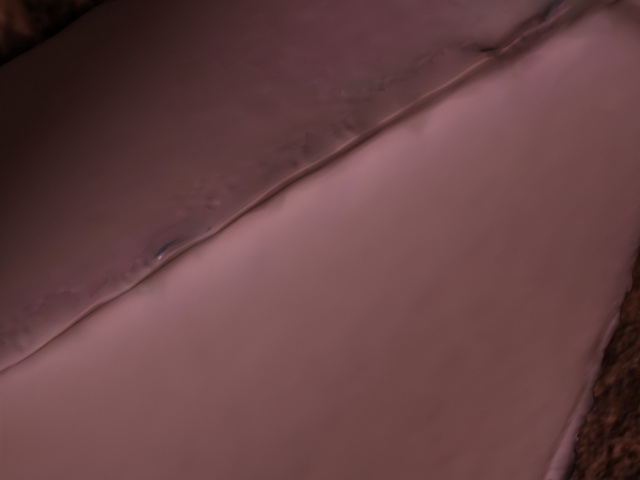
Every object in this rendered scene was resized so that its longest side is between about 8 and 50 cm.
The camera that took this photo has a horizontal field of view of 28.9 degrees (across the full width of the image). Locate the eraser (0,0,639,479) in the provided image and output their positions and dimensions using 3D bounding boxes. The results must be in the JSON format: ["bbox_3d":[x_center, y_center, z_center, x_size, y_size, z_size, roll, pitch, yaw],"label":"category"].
[{"bbox_3d":[0.000,0.000,0.484,0.331,0.150,0.331,-17,134,-19],"label":"eraser"}]
